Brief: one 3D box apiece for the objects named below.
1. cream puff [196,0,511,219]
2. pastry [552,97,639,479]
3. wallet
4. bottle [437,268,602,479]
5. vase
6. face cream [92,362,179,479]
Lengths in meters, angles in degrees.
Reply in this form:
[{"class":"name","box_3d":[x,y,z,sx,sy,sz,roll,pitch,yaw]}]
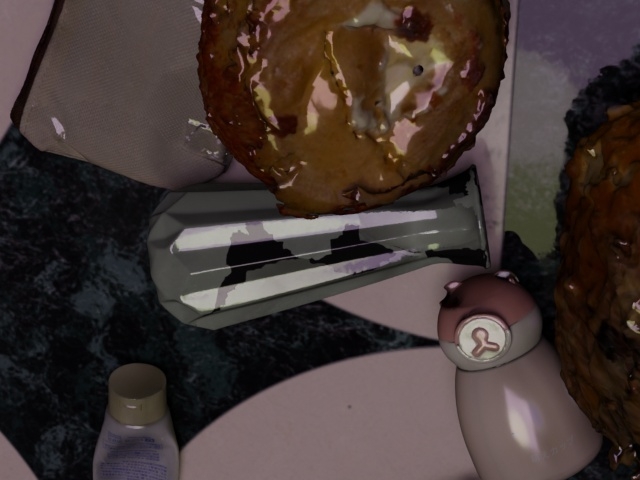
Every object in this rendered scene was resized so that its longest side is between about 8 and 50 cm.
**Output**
[{"class":"cream puff","box_3d":[0.029,-0.201,1.254,0.351,0.228,0.350,-7,113,-16]},{"class":"pastry","box_3d":[0.380,0.056,1.232,0.293,0.337,0.405,1,109,0]},{"class":"wallet","box_3d":[-0.194,-0.209,1.394,0.275,0.068,0.335,28,118,4]},{"class":"bottle","box_3d":[0.207,0.144,1.396,0.148,0.147,0.236,-19,102,16]},{"class":"vase","box_3d":[0.000,0.000,1.385,0.360,0.165,0.165,-8,107,8]},{"class":"face cream","box_3d":[-0.230,0.261,1.571,0.114,0.070,0.224,10,123,8]}]
